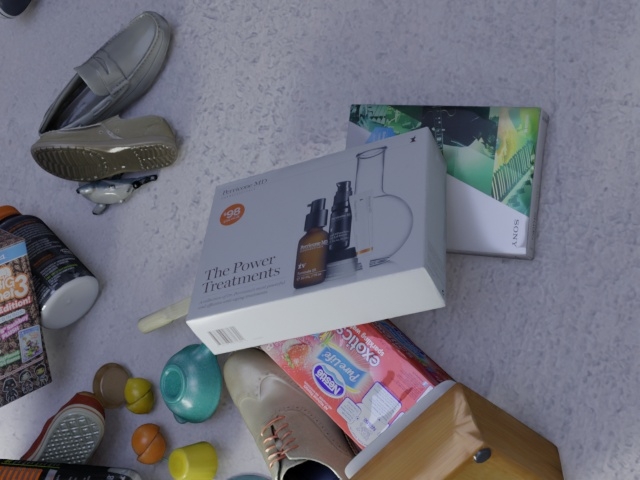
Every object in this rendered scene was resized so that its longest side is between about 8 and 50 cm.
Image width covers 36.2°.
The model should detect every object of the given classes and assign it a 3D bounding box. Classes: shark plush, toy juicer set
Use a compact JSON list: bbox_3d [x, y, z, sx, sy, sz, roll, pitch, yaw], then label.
[{"bbox_3d":[-0.384,-0.109,1.816,0.161,0.073,0.067,-18,46,25],"label":"shark plush"},{"bbox_3d":[-0.248,0.242,1.696,0.209,0.089,0.329,2,86,42],"label":"toy juicer set"}]

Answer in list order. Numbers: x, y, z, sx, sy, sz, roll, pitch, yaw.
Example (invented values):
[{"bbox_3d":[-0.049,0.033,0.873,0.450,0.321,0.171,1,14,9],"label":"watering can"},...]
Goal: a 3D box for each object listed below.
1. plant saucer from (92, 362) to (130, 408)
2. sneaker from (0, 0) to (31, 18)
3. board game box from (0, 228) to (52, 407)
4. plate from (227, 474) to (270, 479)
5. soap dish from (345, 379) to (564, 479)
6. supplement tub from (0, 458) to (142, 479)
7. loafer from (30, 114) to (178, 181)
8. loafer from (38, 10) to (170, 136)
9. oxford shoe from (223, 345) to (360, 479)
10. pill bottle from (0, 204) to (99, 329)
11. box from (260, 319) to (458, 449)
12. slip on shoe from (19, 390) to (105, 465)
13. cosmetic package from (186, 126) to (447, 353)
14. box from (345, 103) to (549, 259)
[{"bbox_3d":[-0.376,0.263,1.777,0.083,0.015,0.083,-3,82,23],"label":"plant saucer"},{"bbox_3d":[-0.568,-0.594,1.925,0.127,0.126,0.321,7,84,30],"label":"sneaker"},{"bbox_3d":[-0.622,0.122,1.742,0.232,0.141,0.291,18,122,39],"label":"board game box"},{"bbox_3d":[-0.122,0.486,1.628,0.188,0.024,0.188,-4,80,23],"label":"plate"},{"bbox_3d":[0.195,0.337,1.365,0.229,0.291,0.118,-44,43,11],"label":"soap dish"},{"bbox_3d":[-0.476,0.472,1.629,0.338,0.207,0.207,4,84,1],"label":"supplement tub"},{"bbox_3d":[-0.391,-0.174,1.790,0.268,0.102,0.092,-2,51,1],"label":"loafer"},{"bbox_3d":[-0.400,-0.294,1.814,0.112,0.111,0.319,43,100,23],"label":"loafer"},{"bbox_3d":[-0.035,0.314,1.546,0.397,0.146,0.140,45,104,23],"label":"oxford shoe"},{"bbox_3d":[-0.532,0.040,1.815,0.245,0.130,0.130,43,100,23],"label":"pill bottle"},{"bbox_3d":[0.075,0.209,1.516,0.300,0.142,0.154,41,99,24],"label":"box"},{"bbox_3d":[-0.485,0.402,1.766,0.123,0.101,0.331,32,111,-14],"label":"slip on shoe"},{"bbox_3d":[0.000,0.000,1.477,0.377,0.097,0.284,-14,43,22],"label":"cosmetic package"},{"bbox_3d":[0.188,-0.097,1.558,0.322,0.058,0.232,4,84,23],"label":"box"}]
